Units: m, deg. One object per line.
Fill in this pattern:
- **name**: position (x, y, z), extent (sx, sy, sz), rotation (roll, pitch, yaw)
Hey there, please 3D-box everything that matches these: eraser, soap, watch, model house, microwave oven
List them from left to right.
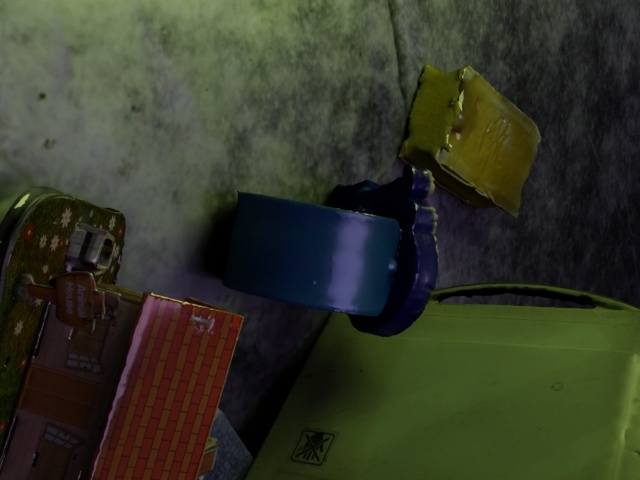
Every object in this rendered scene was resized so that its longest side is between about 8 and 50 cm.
- **model house**: position (-0.159, 0.124, 0.651), extent (0.207, 0.154, 0.293), rotation (46, 59, -82)
- **eraser**: position (-0.109, 0.247, 0.885), extent (0.092, 0.046, 0.212), rotation (-50, 132, -31)
- **watch**: position (0.003, 0.006, 0.873), extent (0.200, 0.196, 0.171), rotation (8, 82, -30)
- **soap**: position (0.204, -0.128, 1.149), extent (0.233, 0.076, 0.135), rotation (26, 80, -51)
- **microwave oven**: position (0.176, 0.243, 0.918), extent (0.333, 0.395, 0.247), rotation (-61, 138, -39)
